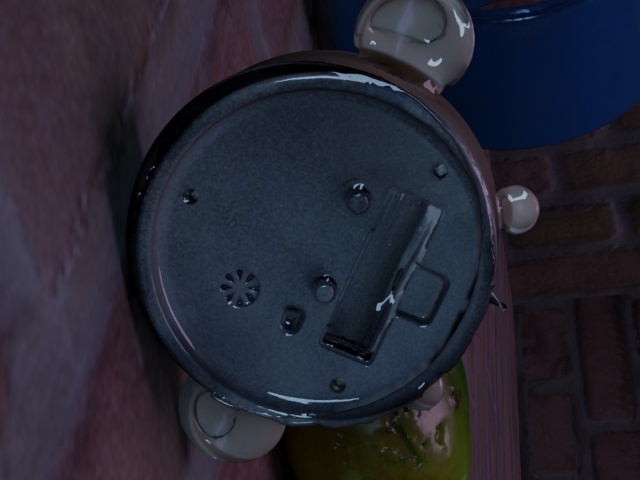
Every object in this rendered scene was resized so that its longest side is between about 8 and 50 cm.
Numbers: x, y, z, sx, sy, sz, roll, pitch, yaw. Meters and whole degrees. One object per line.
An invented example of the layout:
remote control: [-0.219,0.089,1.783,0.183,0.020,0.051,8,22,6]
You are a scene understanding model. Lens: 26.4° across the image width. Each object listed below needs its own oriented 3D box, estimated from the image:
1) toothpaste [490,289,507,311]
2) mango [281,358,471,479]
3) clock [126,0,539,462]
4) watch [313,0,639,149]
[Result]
toothpaste: [0.074,-0.027,1.048,0.205,0.036,0.056,51,1,-11]
mango: [0.031,0.074,0.809,0.125,0.111,0.232,45,41,-83]
clock: [0.000,0.000,0.568,0.229,0.156,0.063,-62,177,17]
watch: [0.145,-0.211,1.143,0.305,0.275,0.241,-79,159,-44]
